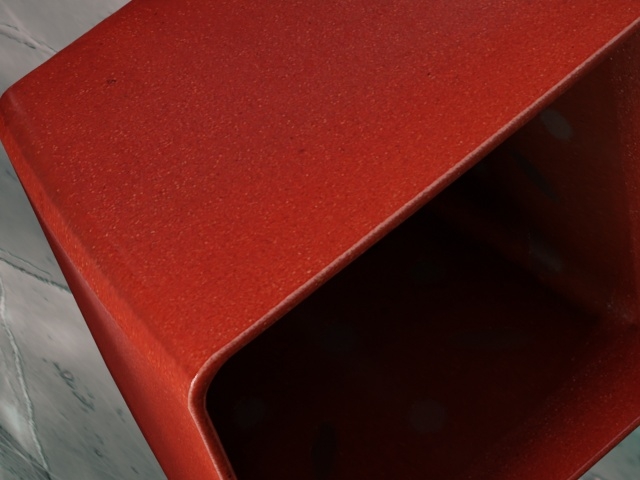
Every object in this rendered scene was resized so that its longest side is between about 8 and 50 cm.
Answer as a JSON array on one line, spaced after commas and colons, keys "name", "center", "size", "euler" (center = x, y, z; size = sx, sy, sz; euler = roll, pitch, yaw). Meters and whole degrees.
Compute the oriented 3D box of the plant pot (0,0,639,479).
[{"name": "plant pot", "center": [0.000, 0.000, 0.943], "size": [0.235, 0.267, 0.267], "euler": [38, 158, 36]}]
